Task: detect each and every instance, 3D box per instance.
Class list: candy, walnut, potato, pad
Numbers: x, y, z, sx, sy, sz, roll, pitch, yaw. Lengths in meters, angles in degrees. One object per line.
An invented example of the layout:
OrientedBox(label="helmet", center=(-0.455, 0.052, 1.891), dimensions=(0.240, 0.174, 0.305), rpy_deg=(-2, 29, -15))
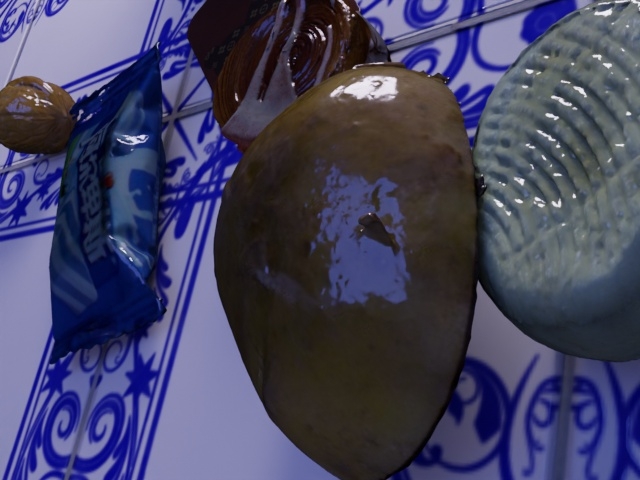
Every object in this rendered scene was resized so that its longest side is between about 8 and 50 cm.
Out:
OrientedBox(label="candy", center=(-0.221, -0.046, 0.874), dimensions=(0.187, 0.077, 0.331), rpy_deg=(-25, 54, 36))
OrientedBox(label="walnut", center=(-0.368, -0.159, 1.071), dimensions=(0.124, 0.105, 0.105), rpy_deg=(11, 75, 36))
OrientedBox(label="potato", center=(0.000, 0.000, 0.540), dimensions=(0.239, 0.116, 0.299), rpy_deg=(-48, 36, 45))
OrientedBox(label="pad", center=(-0.060, -0.228, 0.874), dimensions=(0.181, 0.004, 0.267), rpy_deg=(-44, 43, 16))

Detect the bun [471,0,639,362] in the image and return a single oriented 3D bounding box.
OrientedBox(label="bun", center=(0.166, -0.031, 0.443), dimensions=(0.195, 0.118, 0.195), rpy_deg=(-35, 48, 52))

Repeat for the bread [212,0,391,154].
OrientedBox(label="bread", center=(-0.016, -0.134, 0.721), dimensions=(0.160, 0.073, 0.160), rpy_deg=(-18, 58, 30))
